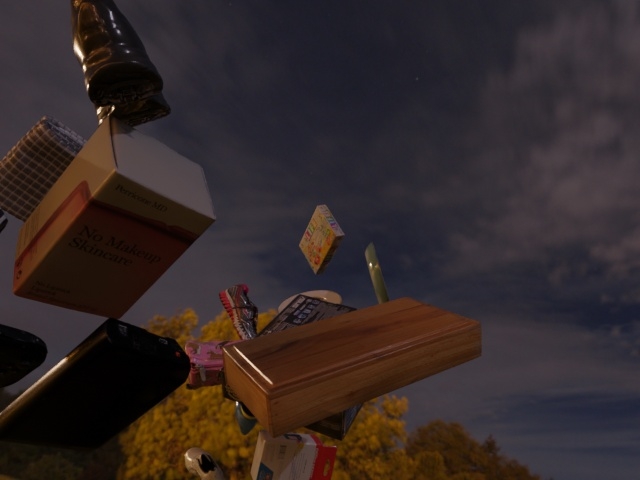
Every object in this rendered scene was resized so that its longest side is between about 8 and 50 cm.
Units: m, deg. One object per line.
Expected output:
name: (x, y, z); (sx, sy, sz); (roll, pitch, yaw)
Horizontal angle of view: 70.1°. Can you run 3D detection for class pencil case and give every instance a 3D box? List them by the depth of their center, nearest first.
pencil case: (-0.230, 0.382, 1.452); (0.387, 0.167, 0.159); (-2, -57, -8)

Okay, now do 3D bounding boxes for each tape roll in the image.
tape roll: (-0.025, 0.314, 1.733); (0.247, 0.246, 0.168); (-4, -72, 23)

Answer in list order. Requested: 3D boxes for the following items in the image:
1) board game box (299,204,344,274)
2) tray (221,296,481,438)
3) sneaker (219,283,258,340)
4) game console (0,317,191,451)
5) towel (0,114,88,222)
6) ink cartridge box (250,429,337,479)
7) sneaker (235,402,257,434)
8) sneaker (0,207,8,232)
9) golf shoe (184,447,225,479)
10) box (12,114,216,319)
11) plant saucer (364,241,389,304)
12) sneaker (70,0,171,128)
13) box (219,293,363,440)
board game box: (0.000, 0.000, 1.156); (0.026, 0.103, 0.154); (-9, -37, -32)
tray: (0.060, 0.193, 0.801); (0.412, 0.076, 0.203); (-11, 12, -29)
sneaker: (-0.273, 0.293, 1.698); (0.112, 0.299, 0.120); (-27, -23, -11)
game console: (-0.336, 0.139, 0.482); (0.213, 0.043, 0.361); (-39, -45, 15)
towel: (-0.622, -0.126, 1.118); (0.235, 0.121, 0.284); (-44, -57, 5)
ink cartridge box: (-0.078, 0.656, 1.364); (0.231, 0.134, 0.078); (14, -4, -19)
sneaker: (-0.243, 0.520, 1.431); (0.069, 0.082, 0.209); (18, 11, -20)
sneaker: (-0.739, 0.010, 0.731); (0.257, 0.447, 0.169); (50, -48, -2)
golf shoe: (-0.297, 0.568, 1.169); (0.176, 0.069, 0.085); (16, -62, 46)
box: (-0.279, -0.021, 0.618); (0.232, 0.126, 0.149); (-42, -42, 19)
plant saucer: (0.221, 0.161, 1.718); (0.044, 0.317, 0.317); (-17, -35, 7)
sneaker: (-0.276, -0.234, 0.627); (0.109, 0.130, 0.286); (-22, 6, -22)
box: (-0.010, 0.292, 1.169); (0.319, 0.395, 0.097); (9, -66, 24)
